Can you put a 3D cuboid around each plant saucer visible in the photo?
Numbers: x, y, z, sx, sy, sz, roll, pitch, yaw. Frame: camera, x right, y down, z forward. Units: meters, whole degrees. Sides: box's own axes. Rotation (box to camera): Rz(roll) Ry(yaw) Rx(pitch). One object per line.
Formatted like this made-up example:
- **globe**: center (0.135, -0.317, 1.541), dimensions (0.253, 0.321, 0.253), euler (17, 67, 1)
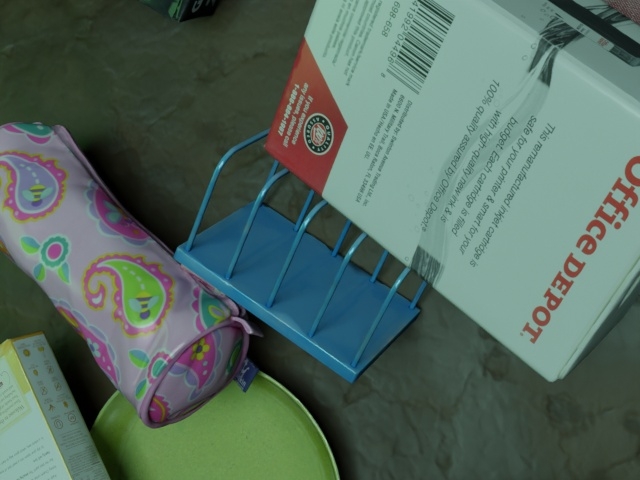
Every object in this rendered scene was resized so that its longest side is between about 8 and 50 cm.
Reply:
- **plant saucer**: center (-0.091, 0.216, 0.920), dimensions (0.240, 0.037, 0.241), euler (1, 92, 17)

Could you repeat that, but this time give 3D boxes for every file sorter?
- **file sorter**: center (0.000, 0.000, 0.827), dimensions (0.170, 0.118, 0.105), euler (33, 123, 14)

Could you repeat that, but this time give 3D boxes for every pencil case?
- **pencil case**: center (-0.175, 0.022, 0.879), dimensions (0.284, 0.124, 0.124), euler (42, 103, 23)

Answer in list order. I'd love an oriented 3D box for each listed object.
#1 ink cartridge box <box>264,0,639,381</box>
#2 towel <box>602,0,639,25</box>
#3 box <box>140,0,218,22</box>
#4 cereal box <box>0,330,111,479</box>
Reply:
- **ink cartridge box**: center (0.117, -0.072, 0.719), dimensions (0.273, 0.114, 0.197), euler (41, 131, 21)
- **towel**: center (0.242, -0.262, 0.744), dimensions (0.237, 0.037, 0.329), euler (19, 88, 34)
- **box**: center (-0.164, -0.376, 0.867), dimensions (0.295, 0.073, 0.293), euler (33, 117, 11)
- **cereal box**: center (-0.256, 0.222, 0.939), dimensions (0.173, 0.047, 0.240), euler (-32, 79, 32)
